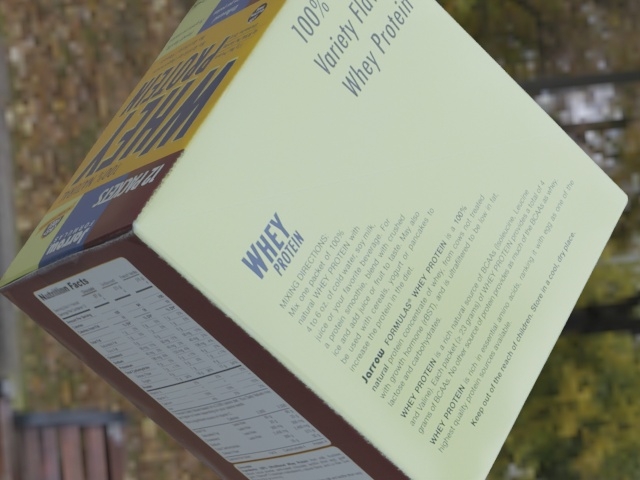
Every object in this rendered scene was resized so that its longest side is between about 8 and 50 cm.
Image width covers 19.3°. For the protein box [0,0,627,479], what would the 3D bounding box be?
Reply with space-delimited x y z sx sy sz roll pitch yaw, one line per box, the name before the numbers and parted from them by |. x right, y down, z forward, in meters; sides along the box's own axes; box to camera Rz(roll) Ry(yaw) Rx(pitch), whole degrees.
protein box | 0.000 0.000 0.881 0.136 0.201 0.200 -19 -147 53
